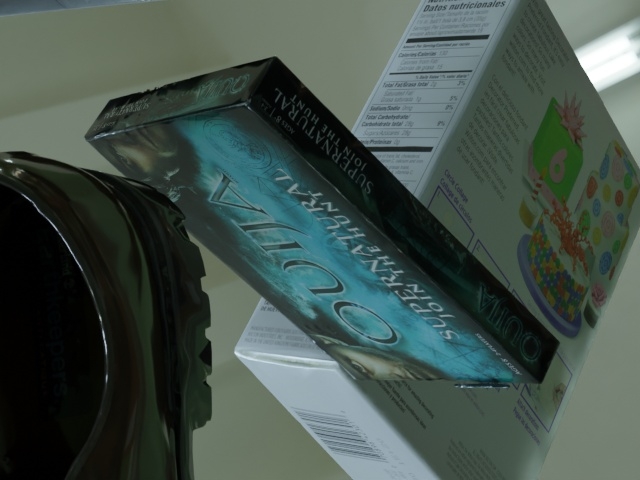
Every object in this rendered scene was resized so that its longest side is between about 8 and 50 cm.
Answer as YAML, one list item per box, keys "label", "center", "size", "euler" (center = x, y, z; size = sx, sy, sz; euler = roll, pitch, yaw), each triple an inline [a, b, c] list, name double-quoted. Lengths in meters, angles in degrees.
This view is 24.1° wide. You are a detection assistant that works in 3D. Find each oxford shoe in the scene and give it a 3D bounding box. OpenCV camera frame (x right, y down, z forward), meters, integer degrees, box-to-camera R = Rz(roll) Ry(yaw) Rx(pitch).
- label: "oxford shoe"
  center: [-0.062, 0.089, 0.339]
  size: [0.083, 0.096, 0.227]
  euler: [-16, -102, 13]

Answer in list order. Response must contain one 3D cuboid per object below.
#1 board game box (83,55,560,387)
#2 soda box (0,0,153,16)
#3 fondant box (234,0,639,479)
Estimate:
- label: "board game box"
  center: [0.000, 0.000, 0.641]
  size: [0.186, 0.126, 0.026]
  euler: [43, -118, -27]
- label: "soda box"
  center: [-0.043, -0.178, 0.799]
  size: [0.286, 0.098, 0.091]
  euler: [-4, -79, 10]
- label: "fondant box"
  center: [0.103, 0.016, 1.062]
  size: [0.238, 0.096, 0.330]
  euler: [51, -124, -38]
